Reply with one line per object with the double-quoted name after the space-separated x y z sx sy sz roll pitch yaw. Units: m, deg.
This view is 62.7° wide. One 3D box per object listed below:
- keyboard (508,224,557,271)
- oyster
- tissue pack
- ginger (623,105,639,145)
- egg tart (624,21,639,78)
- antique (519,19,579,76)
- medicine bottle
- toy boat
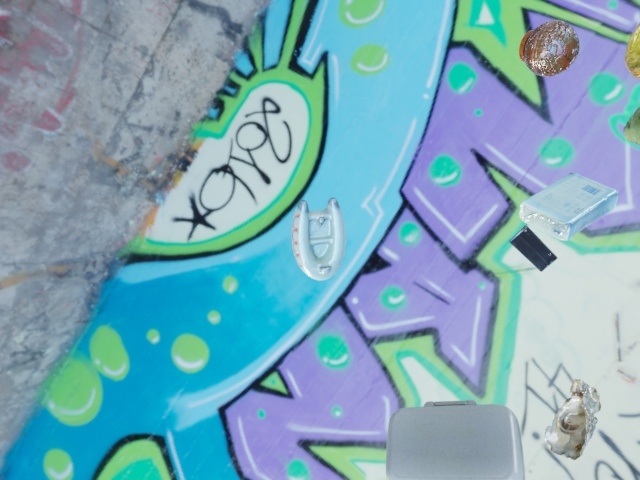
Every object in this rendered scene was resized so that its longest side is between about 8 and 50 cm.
0.602 0.025 1.479 0.202 0.011 0.067 33 108 -35 "keyboard"
0.776 0.541 1.579 0.161 0.107 0.232 -9 -121 66 "oyster"
0.792 -0.110 1.680 0.263 0.177 0.089 -29 133 -24 "tissue pack"
0.624 -0.210 0.812 0.089 0.137 0.290 19 149 -30 "ginger"
0.782 -0.452 1.197 0.191 0.074 0.191 -160 -90 -81 "egg tart"
0.427 -0.355 0.972 0.104 0.104 0.104 -43 157 -24 "antique"
0.376 0.597 1.490 0.123 0.375 0.282 59 31 -41 "medicine bottle"
0.000 0.000 1.278 0.134 0.079 0.207 -5 106 -17 "toy boat"
